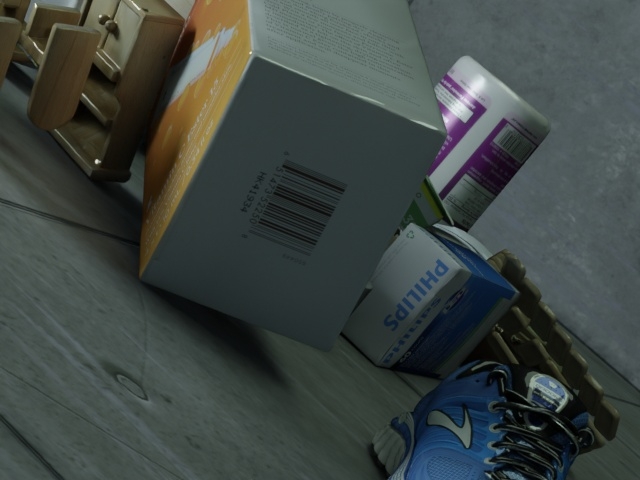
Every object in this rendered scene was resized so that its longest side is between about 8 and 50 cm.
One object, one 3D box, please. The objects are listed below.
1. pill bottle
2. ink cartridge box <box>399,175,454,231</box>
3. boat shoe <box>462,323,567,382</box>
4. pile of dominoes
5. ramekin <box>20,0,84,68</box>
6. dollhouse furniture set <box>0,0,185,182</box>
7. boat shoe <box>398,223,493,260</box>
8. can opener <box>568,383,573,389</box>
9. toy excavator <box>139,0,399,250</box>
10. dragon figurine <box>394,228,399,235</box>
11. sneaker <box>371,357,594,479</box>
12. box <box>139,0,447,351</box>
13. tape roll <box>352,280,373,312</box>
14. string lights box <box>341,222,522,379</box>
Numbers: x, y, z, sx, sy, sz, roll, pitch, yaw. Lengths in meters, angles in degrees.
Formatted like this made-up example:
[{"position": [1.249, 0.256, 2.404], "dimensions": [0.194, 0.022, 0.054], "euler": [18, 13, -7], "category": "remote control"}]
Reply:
[{"position": [0.175, -0.100, 2.738], "dimensions": [0.169, 0.301, 0.169], "euler": [39, 7, -6], "category": "pill bottle"}, {"position": [0.074, -0.087, 2.041], "dimensions": [0.171, 0.056, 0.235], "euler": [61, 5, -5], "category": "ink cartridge box"}, {"position": [0.218, 0.135, 2.346], "dimensions": [0.257, 0.095, 0.095], "euler": [25, 35, -35], "category": "boat shoe"}, {"position": [0.262, 0.126, 2.196], "dimensions": [0.251, 0.040, 0.196], "euler": [57, -20, 2], "category": "pile of dominoes"}, {"position": [-0.280, -0.269, 1.876], "dimensions": [0.207, 0.207, 0.109], "euler": [40, 16, 10], "category": "ramekin"}, {"position": [-0.263, -0.152, 1.642], "dimensions": [0.242, 0.161, 0.212], "euler": [4, 29, -39], "category": "dollhouse furniture set"}, {"position": [0.086, 0.006, 2.360], "dimensions": [0.306, 0.113, 0.105], "euler": [34, 16, 3], "category": "boat shoe"}, {"position": [0.222, 0.130, 2.534], "dimensions": [0.283, 0.095, 0.076], "euler": [45, -23, -25], "category": "can opener"}, {"position": [-0.111, -0.162, 2.144], "dimensions": [0.433, 0.222, 0.445], "euler": [43, -1, 20], "category": "toy excavator"}, {"position": [0.000, 0.000, 2.063], "dimensions": [0.085, 0.144, 0.289], "euler": [43, -12, 41], "category": "dragon figurine"}, {"position": [0.126, 0.161, 1.423], "dimensions": [0.130, 0.147, 0.330], "euler": [37, 8, -14], "category": "sneaker"}, {"position": [-0.032, -0.102, 1.605], "dimensions": [0.168, 0.215, 0.345], "euler": [22, 23, -14], "category": "box"}, {"position": [-0.056, 0.002, 1.815], "dimensions": [0.219, 0.072, 0.219], "euler": [38, 7, -5], "category": "tape roll"}, {"position": [0.116, 0.069, 2.023], "dimensions": [0.077, 0.133, 0.260], "euler": [44, 8, 19], "category": "string lights box"}]
